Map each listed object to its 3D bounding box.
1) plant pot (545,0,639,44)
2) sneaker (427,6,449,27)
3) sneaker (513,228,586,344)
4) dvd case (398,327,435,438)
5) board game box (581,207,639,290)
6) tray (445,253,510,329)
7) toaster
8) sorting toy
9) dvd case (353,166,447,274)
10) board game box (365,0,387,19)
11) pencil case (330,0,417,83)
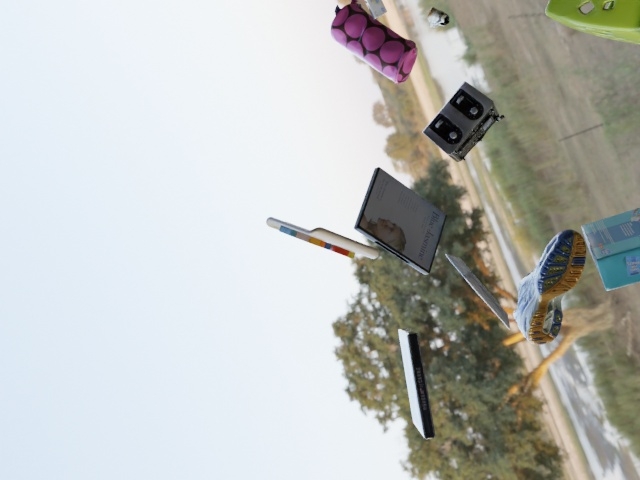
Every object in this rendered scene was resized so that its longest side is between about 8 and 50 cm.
[{"bbox_3d":[0.550,-0.431,1.073,0.227,0.228,0.207,-5,-146,-43],"label":"plant pot"},{"bbox_3d":[0.225,-0.412,1.224,0.032,0.036,0.083,-68,-13,17],"label":"sneaker"},{"bbox_3d":[0.526,0.097,1.556,0.131,0.111,0.297,-118,38,-61],"label":"sneaker"},{"bbox_3d":[0.227,0.334,1.561,0.179,0.029,0.239,92,170,-86],"label":"dvd case"},{"bbox_3d":[0.769,-0.015,1.432,0.079,0.335,0.254,67,-160,-12],"label":"board game box"},{"bbox_3d":[0.480,0.147,1.958,0.270,0.030,0.145,45,-170,-28],"label":"tray"},{"bbox_3d":[0.361,-0.295,1.649,0.110,0.168,0.185,44,-166,16],"label":"toaster"},{"bbox_3d":[0.000,0.000,1.470,0.193,0.208,0.038,21,-95,-36],"label":"sorting toy"},{"bbox_3d":[0.209,-0.048,1.662,0.253,0.022,0.180,32,-115,-26],"label":"dvd case"},{"bbox_3d":[0.081,-0.499,1.244,0.154,0.026,0.103,62,-169,-13],"label":"board game box"},{"bbox_3d":[0.119,-0.432,1.416,0.209,0.098,0.095,41,-167,18],"label":"pencil case"}]
